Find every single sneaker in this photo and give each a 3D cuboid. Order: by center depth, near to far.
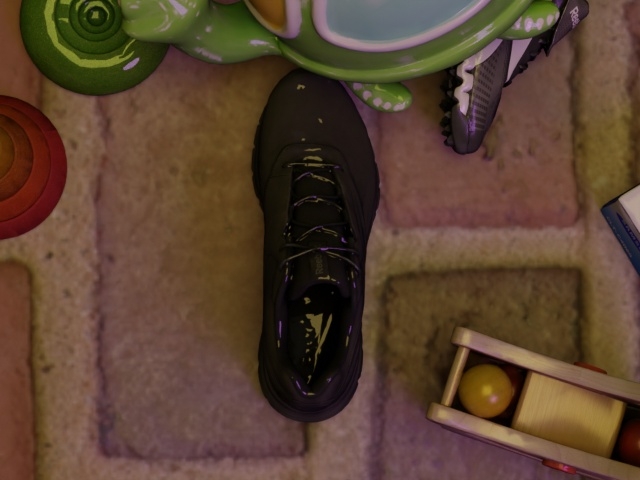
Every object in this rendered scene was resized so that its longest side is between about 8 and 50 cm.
[{"bbox_3d":[0.000,0.000,1.549,0.109,0.130,0.286,-3,84,-3],"label":"sneaker"},{"bbox_3d":[0.165,-0.179,1.603,0.106,0.078,0.234,14,82,-1],"label":"sneaker"}]

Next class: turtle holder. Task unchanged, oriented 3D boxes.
[{"bbox_3d":[0.017,-0.254,1.492,0.320,0.227,0.243,0,67,22],"label":"turtle holder"}]

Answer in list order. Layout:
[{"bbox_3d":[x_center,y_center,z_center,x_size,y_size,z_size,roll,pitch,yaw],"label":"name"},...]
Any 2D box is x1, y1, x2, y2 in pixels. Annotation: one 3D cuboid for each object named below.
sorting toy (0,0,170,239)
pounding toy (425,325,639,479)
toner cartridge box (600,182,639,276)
[{"bbox_3d":[-0.194,-0.167,1.551,0.127,0.126,0.365,35,84,-1],"label":"sorting toy"},{"bbox_3d":[0.209,0.180,1.535,0.270,0.154,0.154,19,84,-2],"label":"pounding toy"},{"bbox_3d":[0.425,-0.048,1.612,0.348,0.075,0.165,-31,87,-6],"label":"toner cartridge box"}]
